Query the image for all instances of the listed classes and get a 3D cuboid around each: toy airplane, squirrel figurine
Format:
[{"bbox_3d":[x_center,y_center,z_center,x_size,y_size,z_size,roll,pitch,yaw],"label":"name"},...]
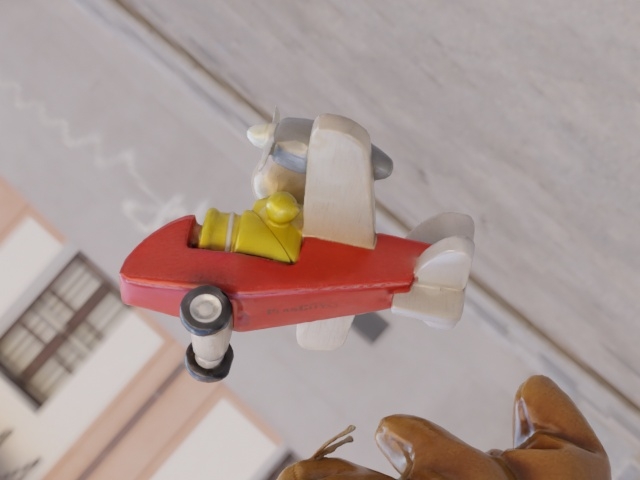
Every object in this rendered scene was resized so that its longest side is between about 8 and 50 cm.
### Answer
[{"bbox_3d":[0.000,0.000,1.667,0.384,0.386,0.272,22,-136,-43],"label":"toy airplane"},{"bbox_3d":[0.140,0.341,1.418,0.370,0.281,0.397,11,-148,-40],"label":"squirrel figurine"}]
